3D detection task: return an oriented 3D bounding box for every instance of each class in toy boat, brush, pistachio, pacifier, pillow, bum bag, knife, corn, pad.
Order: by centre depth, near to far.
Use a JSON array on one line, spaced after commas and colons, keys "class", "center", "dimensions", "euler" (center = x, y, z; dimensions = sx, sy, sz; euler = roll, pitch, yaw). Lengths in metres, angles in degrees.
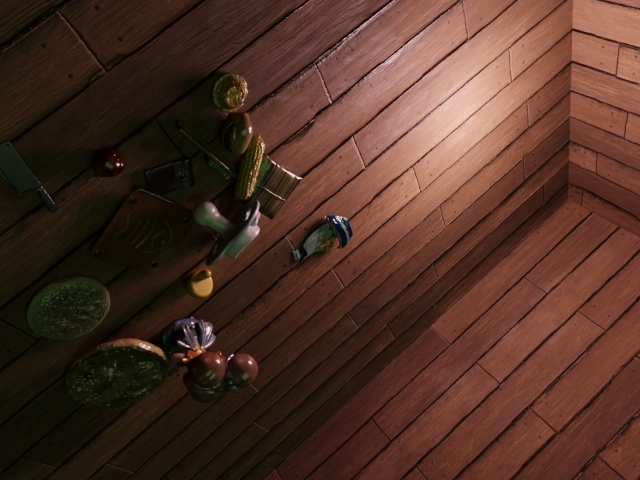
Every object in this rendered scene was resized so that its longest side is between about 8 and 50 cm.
[{"class": "knife", "center": [-0.834, -0.164, 1.430], "dimensions": [0.072, 0.019, 0.245], "euler": [-30, 134, -13]}, {"class": "bum bag", "center": [-0.494, -0.206, 1.676], "dimensions": [0.159, 0.026, 0.109], "euler": [-24, 135, -24]}, {"class": "brush", "center": [-0.380, -0.293, 1.685], "dimensions": [0.048, 0.054, 0.282], "euler": [-33, 140, 13]}, {"class": "pistachio", "center": [-0.277, -0.354, 1.690], "dimensions": [0.113, 0.113, 0.149], "euler": [-15, 147, -32]}, {"class": "pad", "center": [-0.592, -0.023, 1.732], "dimensions": [0.287, 0.018, 0.284], "euler": [-51, 143, 9]}, {"class": "corn", "center": [-0.253, -0.256, 1.788], "dimensions": [0.080, 0.080, 0.239], "euler": [4, 110, -42]}, {"class": "pacifier", "center": [-0.349, -0.059, 1.803], "dimensions": [0.233, 0.244, 0.299], "euler": [37, 110, -25]}, {"class": "pillow", "center": [-0.196, -0.196, 1.915], "dimensions": [0.212, 0.052, 0.208], "euler": [27, 103, -44]}, {"class": "toy boat", "center": [0.000, 0.000, 2.255], "dimensions": [0.290, 0.067, 0.221], "euler": [-28, 136, -4]}]

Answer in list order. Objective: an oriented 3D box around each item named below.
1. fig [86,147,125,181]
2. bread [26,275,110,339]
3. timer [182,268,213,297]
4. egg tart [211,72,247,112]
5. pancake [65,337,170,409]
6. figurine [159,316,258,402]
[{"class": "fig", "center": [-0.645, -0.216, 1.511], "dimensions": [0.125, 0.089, 0.088], "euler": [-32, 144, 23]}, {"class": "bread", "center": [-0.843, 0.234, 1.717], "dimensions": [0.266, 0.040, 0.267], "euler": [-23, 133, -26]}, {"class": "timer", "center": [-0.456, 0.166, 1.939], "dimensions": [0.107, 0.109, 0.107], "euler": [16, 68, -44]}, {"class": "egg tart", "center": [-0.286, -0.469, 1.628], "dimensions": [0.128, 0.049, 0.129], "euler": [-21, 131, -26]}, {"class": "pancake", "center": [-0.768, 0.509, 1.940], "dimensions": [0.386, 0.082, 0.387], "euler": [-12, 131, -14]}, {"class": "figurine", "center": [-0.446, 0.460, 1.968], "dimensions": [0.276, 0.388, 0.248], "euler": [12, 112, -43]}]
